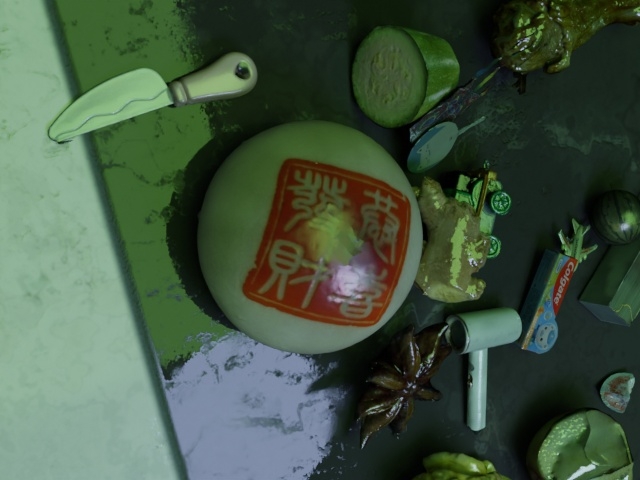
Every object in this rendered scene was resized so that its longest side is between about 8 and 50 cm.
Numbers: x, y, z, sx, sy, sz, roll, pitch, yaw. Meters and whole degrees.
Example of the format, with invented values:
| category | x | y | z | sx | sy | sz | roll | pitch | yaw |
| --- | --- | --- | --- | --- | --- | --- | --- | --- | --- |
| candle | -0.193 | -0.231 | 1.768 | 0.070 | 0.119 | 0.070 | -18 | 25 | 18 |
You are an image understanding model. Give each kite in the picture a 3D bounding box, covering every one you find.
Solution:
| category | x | y | z | sx | sy | sz | roll | pitch | yaw |
| --- | --- | --- | --- | --- | --- | --- | --- | --- | --- |
| kite | 0.263 | -0.257 | 1.613 | 0.285 | 0.152 | 0.015 | -38 | 76 | 8 |

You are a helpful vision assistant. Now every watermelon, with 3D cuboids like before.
| category | x | y | z | sx | sy | sz | roll | pitch | yaw |
| --- | --- | --- | --- | --- | --- | --- | --- | --- | --- |
| watermelon | 0.573 | -0.056 | 1.851 | 0.105 | 0.105 | 0.133 | -4 | 75 | -26 |
| watermelon | 0.607 | 0.303 | 1.924 | 0.085 | 0.061 | 0.085 | -5 | 104 | -19 |

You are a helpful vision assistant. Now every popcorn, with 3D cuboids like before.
| category | x | y | z | sx | sy | sz | roll | pitch | yaw |
| --- | --- | --- | --- | --- | --- | --- | --- | --- | --- |
| popcorn | 0.251 | 0.474 | 1.700 | 0.216 | 0.181 | 0.235 | -49 | 118 | -16 |

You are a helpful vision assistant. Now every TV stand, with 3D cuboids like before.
| category | x | y | z | sx | sy | sz | roll | pitch | yaw |
| --- | --- | --- | --- | --- | --- | --- | --- | --- | --- |
| TV stand | 0.623 | 0.034 | 1.889 | 0.083 | 0.088 | 0.269 | 40 | 78 | -25 |

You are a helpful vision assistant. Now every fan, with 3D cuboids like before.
| category | x | y | z | sx | sy | sz | roll | pitch | yaw |
| --- | --- | --- | --- | --- | --- | --- | --- | --- | --- |
| fan | 0.220 | -0.176 | 1.672 | 0.175 | 0.005 | 0.113 | -30 | 150 | -17 |

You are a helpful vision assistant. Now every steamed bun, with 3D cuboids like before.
| category | x | y | z | sx | sy | sz | roll | pitch | yaw |
| --- | --- | --- | --- | --- | --- | --- | --- | --- | --- |
| steamed bun | 0.000 | 0.000 | 1.497 | 0.375 | 0.241 | 0.374 | -4 | 100 | -25 |

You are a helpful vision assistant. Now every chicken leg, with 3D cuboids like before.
| category | x | y | z | sx | sy | sz | roll | pitch | yaw |
| --- | --- | --- | --- | --- | --- | --- | --- | --- | --- |
| chicken leg | 0.447 | -0.423 | 1.729 | 0.361 | 0.140 | 0.211 | -32 | 129 | -20 |

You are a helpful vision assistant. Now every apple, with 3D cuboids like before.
| category | x | y | z | sx | sy | sz | roll | pitch | yaw |
| --- | --- | --- | --- | --- | --- | --- | --- | --- | --- |
| apple | 0.488 | 0.421 | 1.819 | 0.189 | 0.174 | 0.207 | -17 | 105 | -4 |

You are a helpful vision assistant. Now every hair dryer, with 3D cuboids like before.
| category | x | y | z | sx | sy | sz | roll | pitch | yaw |
| --- | --- | --- | --- | --- | --- | --- | --- | --- | --- |
| hair dryer | 0.301 | 0.244 | 1.765 | 0.131 | 0.073 | 0.236 | -6 | 101 | -27 |

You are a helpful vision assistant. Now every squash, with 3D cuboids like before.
| category | x | y | z | sx | sy | sz | roll | pitch | yaw |
| --- | --- | --- | --- | --- | --- | --- | --- | --- | --- |
| squash | 0.146 | -0.277 | 1.589 | 0.123 | 0.170 | 0.170 | -18 | 103 | -37 |

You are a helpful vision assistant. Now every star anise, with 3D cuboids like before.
| category | x | y | z | sx | sy | sz | roll | pitch | yaw |
| --- | --- | --- | --- | --- | --- | --- | --- | --- | --- |
| star anise | 0.127 | 0.233 | 1.660 | 0.272 | 0.103 | 0.271 | -29 | 136 | -32 |

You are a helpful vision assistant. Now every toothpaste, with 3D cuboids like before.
| category | x | y | z | sx | sy | sz | roll | pitch | yaw |
| --- | --- | --- | --- | --- | --- | --- | --- | --- | --- |
| toothpaste | 0.429 | 0.116 | 1.811 | 0.070 | 0.044 | 0.193 | 18 | 96 | -27 |

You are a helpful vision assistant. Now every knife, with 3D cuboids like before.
| category | x | y | z | sx | sy | sz | roll | pitch | yaw |
| --- | --- | --- | --- | --- | --- | --- | --- | --- | --- |
| knife | -0.254 | -0.226 | 1.457 | 0.336 | 0.043 | 0.081 | -19 | 98 | -21 |

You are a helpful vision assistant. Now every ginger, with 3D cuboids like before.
| category | x | y | z | sx | sy | sz | roll | pitch | yaw |
| --- | --- | --- | --- | --- | --- | --- | --- | --- | --- |
| ginger | 0.219 | -0.002 | 1.621 | 0.138 | 0.074 | 0.213 | -1 | 85 | -6 |

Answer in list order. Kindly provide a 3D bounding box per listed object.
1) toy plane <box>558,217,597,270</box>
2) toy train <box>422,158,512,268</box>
| category | x | y | z | sx | sy | sz | roll | pitch | yaw |
| --- | --- | --- | --- | --- | --- | --- | --- | --- | --- |
| toy plane | 0.490 | 0.015 | 1.848 | 0.102 | 0.040 | 0.111 | 20 | 87 | -25 |
| toy train | 0.252 | -0.037 | 1.700 | 0.136 | 0.091 | 0.227 | 12 | 90 | -17 |
